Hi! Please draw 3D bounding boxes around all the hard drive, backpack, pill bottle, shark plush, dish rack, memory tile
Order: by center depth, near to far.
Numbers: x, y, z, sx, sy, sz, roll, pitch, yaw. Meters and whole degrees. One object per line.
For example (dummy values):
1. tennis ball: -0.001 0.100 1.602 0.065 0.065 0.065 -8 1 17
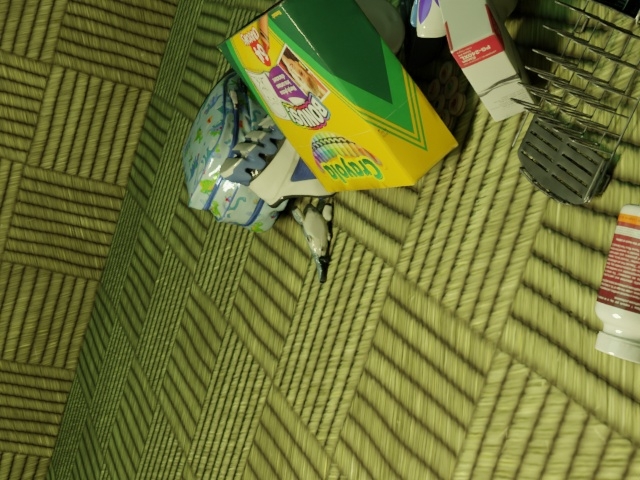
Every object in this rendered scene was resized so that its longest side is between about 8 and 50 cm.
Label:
1. pill bottle: 0.327 0.045 1.054 0.086 0.086 0.152 21 97 67
2. dish rack: 0.304 -0.186 1.246 0.208 0.074 0.271 -123 50 -60
3. hard drive: 0.165 -0.402 1.610 0.254 0.054 0.172 97 171 -56
4. memory tile: 0.175 -0.196 1.624 0.148 0.012 0.113 -56 30 40
5. pill bottle: 0.068 -0.300 1.725 0.208 0.119 0.119 101 175 -72
6. shark plush: 0.000 0.000 1.907 0.067 0.073 0.161 106 145 -62
7. backpack: -0.156 -0.175 2.115 0.290 0.273 0.355 -52 45 32

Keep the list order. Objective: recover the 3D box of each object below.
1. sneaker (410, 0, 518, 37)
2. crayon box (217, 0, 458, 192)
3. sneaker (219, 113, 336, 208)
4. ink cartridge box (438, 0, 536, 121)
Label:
1. sneaker: 0.160 -0.392 1.378 0.130 0.323 0.236 17 86 48
2. crayon box: 0.012 -0.228 1.618 0.106 0.313 0.363 -40 13 -14
3. sneaker: -0.019 -0.177 1.921 0.315 0.182 0.127 -47 21 -5
4. ink cartridge box: 0.218 -0.244 1.364 0.063 0.150 0.109 -23 48 19
